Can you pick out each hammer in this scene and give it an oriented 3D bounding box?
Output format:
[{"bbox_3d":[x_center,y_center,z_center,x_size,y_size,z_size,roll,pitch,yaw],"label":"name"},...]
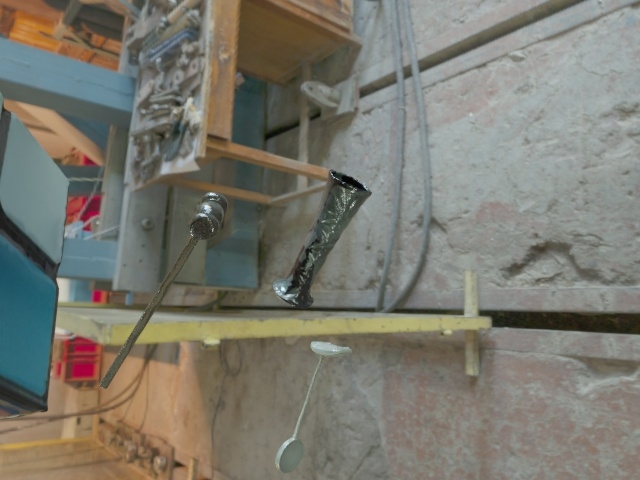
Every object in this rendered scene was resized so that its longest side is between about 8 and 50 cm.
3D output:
[{"bbox_3d":[-0.181,0.069,0.582,0.292,0.029,0.058,-52,14,26],"label":"hammer"}]

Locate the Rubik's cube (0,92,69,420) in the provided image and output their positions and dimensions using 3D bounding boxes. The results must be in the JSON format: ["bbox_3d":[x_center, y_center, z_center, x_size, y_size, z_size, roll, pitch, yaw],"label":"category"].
[{"bbox_3d":[-0.254,0.000,0.267,0.180,0.183,0.167,87,175,-59],"label":"Rubik's cube"}]

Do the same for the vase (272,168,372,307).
[{"bbox_3d":[0.000,0.000,0.651,0.059,0.059,0.167,47,116,46],"label":"vase"}]

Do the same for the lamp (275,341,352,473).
[{"bbox_3d":[-0.011,0.238,0.754,0.056,0.050,0.198,16,89,41],"label":"lamp"}]
